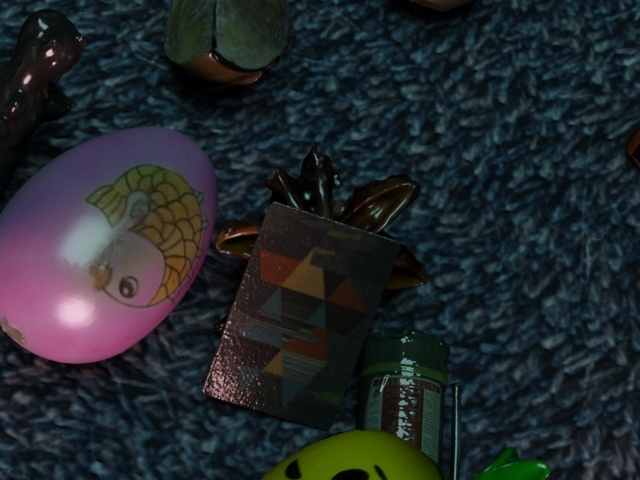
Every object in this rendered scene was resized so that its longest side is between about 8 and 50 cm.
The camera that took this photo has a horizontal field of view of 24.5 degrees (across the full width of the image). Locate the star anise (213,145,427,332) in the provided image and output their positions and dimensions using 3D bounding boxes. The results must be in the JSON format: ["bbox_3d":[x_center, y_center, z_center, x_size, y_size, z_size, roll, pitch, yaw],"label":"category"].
[{"bbox_3d":[0.000,0.000,1.512,0.220,0.190,0.126,2,24,-7],"label":"star anise"}]

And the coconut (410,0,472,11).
[{"bbox_3d":[0.145,-0.347,1.698,0.162,0.161,0.161,38,65,9],"label":"coconut"}]

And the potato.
[{"bbox_3d":[-0.107,-0.246,1.662,0.120,0.100,0.261,36,40,-33],"label":"potato"}]

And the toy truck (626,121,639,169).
[{"bbox_3d":[0.436,-0.142,1.681,0.192,0.083,0.092,-39,76,-24],"label":"toy truck"}]

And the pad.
[{"bbox_3d":[-0.020,0.078,1.465,0.143,0.003,0.211,17,101,-11],"label":"pad"}]

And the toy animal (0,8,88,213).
[{"bbox_3d":[-0.356,-0.076,1.478,0.106,0.168,0.343,36,80,11],"label":"toy animal"}]

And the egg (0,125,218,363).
[{"bbox_3d":[-0.214,-0.003,1.456,0.196,0.196,0.271,24,59,3],"label":"egg"}]

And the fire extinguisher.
[{"bbox_3d":[0.076,0.235,1.437,0.118,0.093,0.294,6,64,-1],"label":"fire extinguisher"}]

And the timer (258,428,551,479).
[{"bbox_3d":[0.081,0.264,1.239,0.285,0.285,0.285,3,64,-7],"label":"timer"}]
